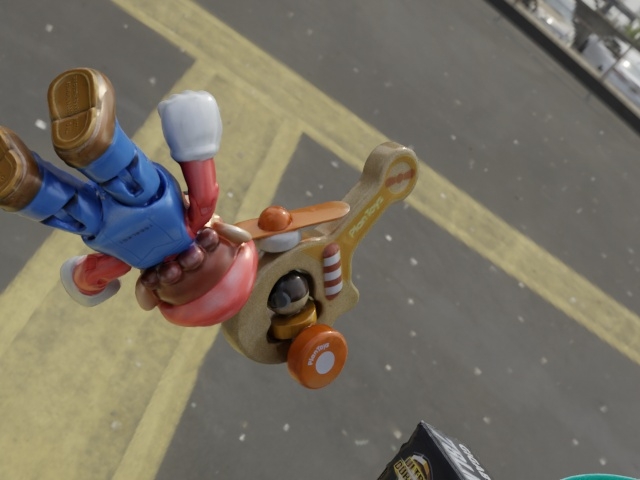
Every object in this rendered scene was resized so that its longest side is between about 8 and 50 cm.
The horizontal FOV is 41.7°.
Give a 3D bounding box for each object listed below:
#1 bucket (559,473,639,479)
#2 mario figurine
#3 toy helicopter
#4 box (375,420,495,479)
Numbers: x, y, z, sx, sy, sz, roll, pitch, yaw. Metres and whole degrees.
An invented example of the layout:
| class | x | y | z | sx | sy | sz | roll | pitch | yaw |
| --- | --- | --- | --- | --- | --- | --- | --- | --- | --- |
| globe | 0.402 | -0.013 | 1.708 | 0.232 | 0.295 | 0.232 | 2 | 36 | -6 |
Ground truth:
| class | x | y | z | sx | sy | sz | roll | pitch | yaw |
| --- | --- | --- | --- | --- | --- | --- | --- | --- | --- |
| bucket | 0.337 | 0.383 | 0.890 | 0.281 | 0.183 | 0.281 | 15 | 65 | -36 |
| mario figurine | -0.173 | -0.034 | 0.770 | 0.320 | 0.198 | 0.170 | 51 | 46 | -57 |
| toy helicopter | 0.000 | 0.000 | 1.094 | 0.140 | 0.355 | 0.235 | 26 | -19 | 46 |
| box | 0.071 | 0.341 | 0.656 | 0.073 | 0.293 | 0.295 | 33 | 8 | -26 |
